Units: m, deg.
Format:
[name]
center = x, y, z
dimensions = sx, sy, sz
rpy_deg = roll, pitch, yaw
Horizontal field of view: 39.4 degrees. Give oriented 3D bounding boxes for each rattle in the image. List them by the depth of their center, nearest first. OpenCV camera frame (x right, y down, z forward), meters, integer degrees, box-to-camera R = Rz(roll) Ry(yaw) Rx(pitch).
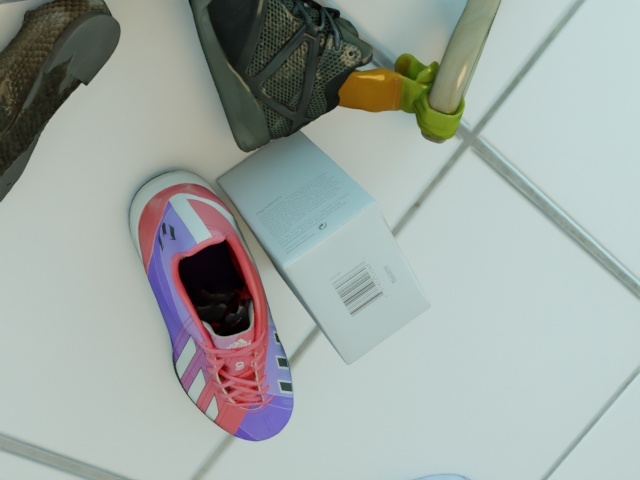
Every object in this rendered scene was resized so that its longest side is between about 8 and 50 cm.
[rattle]
center = 0.099, -0.198, 0.813
dimensions = 0.130, 0.142, 0.200
rpy_deg = 14, 95, -67

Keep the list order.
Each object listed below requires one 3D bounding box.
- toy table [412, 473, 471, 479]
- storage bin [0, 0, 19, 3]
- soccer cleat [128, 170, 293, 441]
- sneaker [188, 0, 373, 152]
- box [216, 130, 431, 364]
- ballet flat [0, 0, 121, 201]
[toy table]
center = 0.120, 0.420, 1.095
dimensions = 0.274, 0.161, 0.252
rpy_deg = -30, 127, -11
[storage bin]
center = -0.181, -0.216, 0.559
dimensions = 0.122, 0.180, 0.084
rpy_deg = -15, 124, -20
[soccer cleat]
center = -0.086, 0.090, 0.823
dimensions = 0.108, 0.116, 0.318
rpy_deg = -25, 125, -14
[sneaker]
center = -0.038, -0.184, 0.701
dimensions = 0.130, 0.087, 0.228
rpy_deg = -20, 128, -1
[box]
center = 0.000, 0.000, 0.783
dimensions = 0.091, 0.170, 0.130
rpy_deg = -35, 127, -4
[ballet flat]
center = -0.250, -0.093, 0.678
dimensions = 0.250, 0.058, 0.084
rpy_deg = -47, 163, 10
